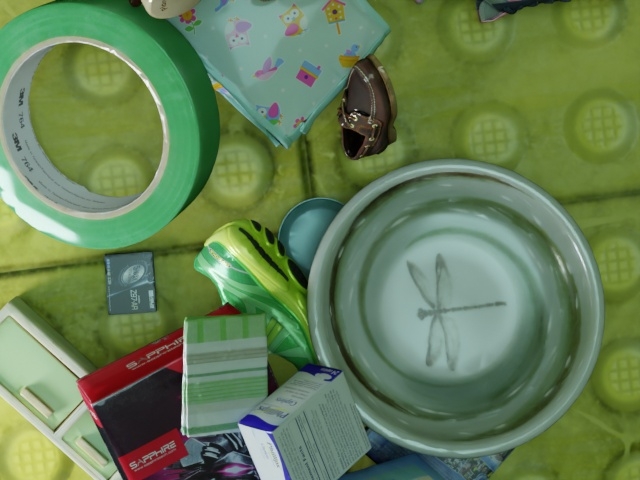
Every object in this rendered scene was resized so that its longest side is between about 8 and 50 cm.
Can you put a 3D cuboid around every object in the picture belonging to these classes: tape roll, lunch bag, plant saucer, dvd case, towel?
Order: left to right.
[{"bbox_3d":[-0.290,-0.151,1.729,0.321,0.077,0.321,6,112,15],"label":"tape roll"},{"bbox_3d":[-0.120,0.167,1.691,0.113,0.023,0.152,-3,99,-25],"label":"towel"},{"bbox_3d":[-0.067,-0.280,1.772,0.262,0.160,0.223,42,88,-1],"label":"lunch bag"},{"bbox_3d":[0.000,0.000,1.861,0.119,0.021,0.119,0,93,-5],"label":"plant saucer"},{"bbox_3d":[0.178,0.092,1.824,0.401,0.100,0.400,1,81,-5],"label":"plant saucer"},{"bbox_3d":[0.194,0.246,1.894,0.180,0.022,0.253,41,89,-5],"label":"dvd case"}]

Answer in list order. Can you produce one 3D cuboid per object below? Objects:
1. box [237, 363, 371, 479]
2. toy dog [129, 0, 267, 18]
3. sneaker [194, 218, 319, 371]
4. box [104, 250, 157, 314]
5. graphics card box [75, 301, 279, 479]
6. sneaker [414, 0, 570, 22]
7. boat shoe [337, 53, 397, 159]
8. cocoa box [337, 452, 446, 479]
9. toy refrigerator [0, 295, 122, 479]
[{"bbox_3d":[-0.019,0.247,1.712,0.137,0.072,0.126,-37,119,-34],"label":"box"},{"bbox_3d":[-0.120,-0.359,1.640,0.334,0.161,0.220,-3,70,-17],"label":"toy dog"},{"bbox_3d":[-0.060,0.104,1.834,0.123,0.109,0.295,-28,104,28],"label":"sneaker"},{"bbox_3d":[-0.259,0.058,1.841,0.067,0.018,0.083,-3,93,-5],"label":"box"},{"bbox_3d":[-0.137,0.298,1.771,0.233,0.094,0.371,-27,111,-16],"label":"graphics card box"},{"bbox_3d":[0.274,-0.352,1.838,0.319,0.112,0.131,13,109,-3],"label":"sneaker"},{"bbox_3d":[0.058,-0.166,1.770,0.073,0.207,0.073,-28,64,-8],"label":"boat shoe"},{"bbox_3d":[0.029,0.450,1.692,0.347,0.231,0.228,-14,111,-21],"label":"cocoa box"},{"bbox_3d":[-0.345,0.204,1.804,0.269,0.094,0.102,44,88,-7],"label":"toy refrigerator"}]
